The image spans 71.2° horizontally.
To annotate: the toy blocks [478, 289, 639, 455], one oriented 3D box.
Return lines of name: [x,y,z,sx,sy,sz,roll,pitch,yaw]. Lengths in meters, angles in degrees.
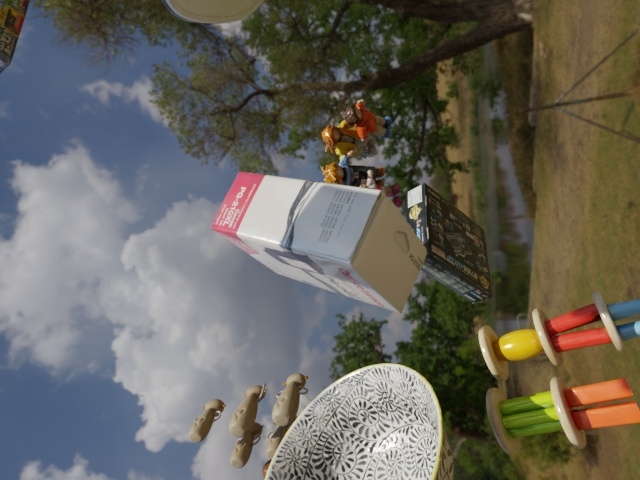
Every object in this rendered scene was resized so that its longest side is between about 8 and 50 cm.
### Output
toy blocks: [0.210,0.099,0.357,0.054,0.148,0.123,48,-147,-25]

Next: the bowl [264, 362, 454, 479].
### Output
bowl: [0.041,0.187,0.343,0.080,0.170,0.170,48,-148,-19]

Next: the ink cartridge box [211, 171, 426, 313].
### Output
ink cartridge box: [0.000,0.000,0.614,0.172,0.237,0.100,42,-113,-50]

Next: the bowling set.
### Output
bowling set: [-0.142,0.449,1.052,0.154,0.287,0.199,-59,-47,-69]

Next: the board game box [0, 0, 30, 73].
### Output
board game box: [-0.455,-0.333,0.523,0.194,0.060,0.194,20,-106,-47]

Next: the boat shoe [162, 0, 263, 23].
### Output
boat shoe: [-0.150,-0.431,0.728,0.319,0.099,0.116,-52,-46,-35]

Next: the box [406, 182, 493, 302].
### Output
box: [0.265,0.007,0.917,0.220,0.051,0.175,30,-131,-31]

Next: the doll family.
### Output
doll family: [0.073,-0.167,0.967,0.163,0.119,0.262,1,-102,-47]
